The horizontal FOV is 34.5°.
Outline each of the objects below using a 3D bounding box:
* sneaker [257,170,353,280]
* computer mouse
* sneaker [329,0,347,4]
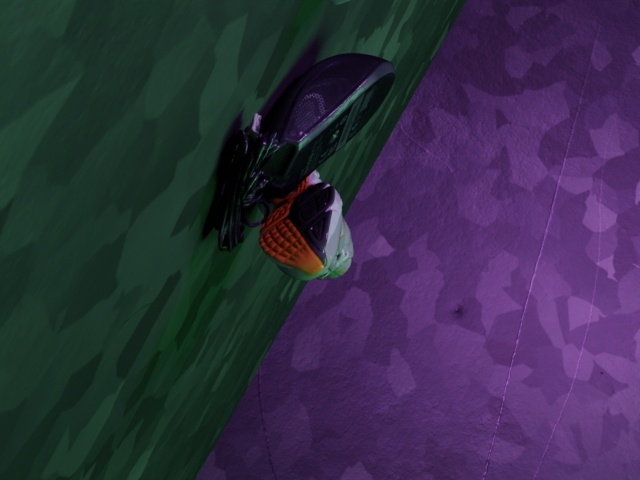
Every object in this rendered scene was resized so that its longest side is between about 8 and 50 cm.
[{"bbox_3d":[0.000,0.000,1.145,0.099,0.121,0.262,-32,-162,7],"label":"sneaker"},{"bbox_3d":[-0.024,-0.122,1.083,0.272,0.072,0.188,-43,167,-34],"label":"computer mouse"},{"bbox_3d":[0.087,-0.314,0.919,0.258,0.091,0.094,-35,-165,28],"label":"sneaker"}]
